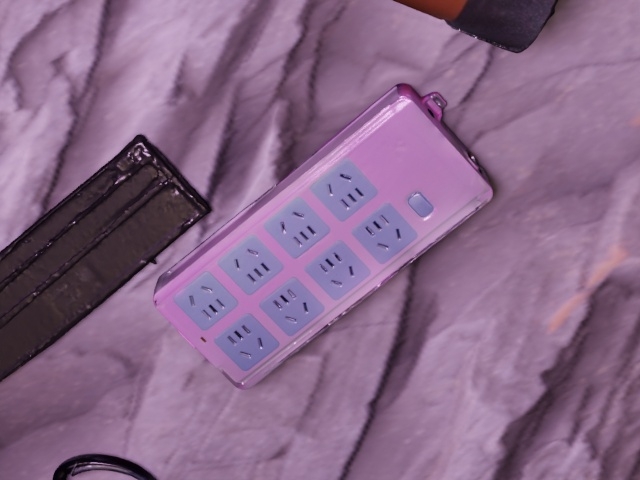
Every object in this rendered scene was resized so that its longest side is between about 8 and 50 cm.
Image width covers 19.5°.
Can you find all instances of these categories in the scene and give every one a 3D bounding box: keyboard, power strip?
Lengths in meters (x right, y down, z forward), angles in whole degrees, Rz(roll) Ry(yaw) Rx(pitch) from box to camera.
[{"bbox_3d":[-0.200,0.025,1.435,0.250,0.017,0.087,-39,106,15],"label":"keyboard"},{"bbox_3d":[0.000,0.000,1.409,0.279,0.037,0.109,-39,107,16],"label":"power strip"}]

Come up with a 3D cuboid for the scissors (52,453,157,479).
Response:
[{"bbox_3d":[-0.089,0.264,1.534,0.300,0.022,0.109,25,115,-10],"label":"scissors"}]

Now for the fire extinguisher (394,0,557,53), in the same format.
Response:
[{"bbox_3d":[-0.001,-0.274,1.258,0.376,0.113,0.200,19,97,-8],"label":"fire extinguisher"}]
